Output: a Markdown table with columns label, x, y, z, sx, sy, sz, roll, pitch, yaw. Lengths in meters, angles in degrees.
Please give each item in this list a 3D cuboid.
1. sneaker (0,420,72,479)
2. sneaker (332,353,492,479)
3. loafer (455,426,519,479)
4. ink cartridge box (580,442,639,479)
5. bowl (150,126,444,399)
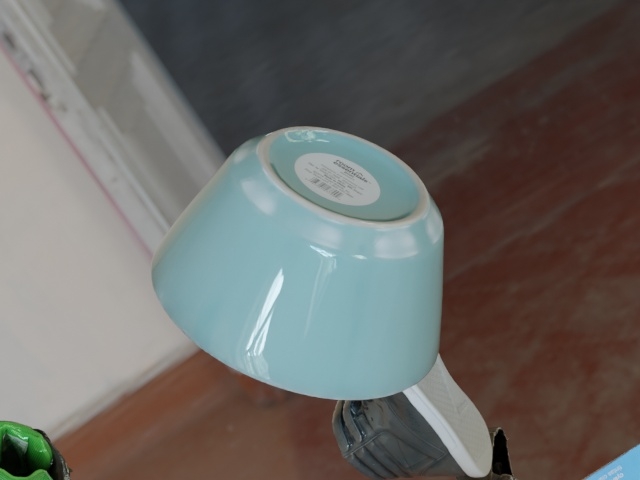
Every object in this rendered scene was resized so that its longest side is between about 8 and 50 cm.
| label | x | y | z | sx | sy | sz | roll | pitch | yaw |
| --- | --- | --- | --- | --- | --- | --- | --- | --- | --- |
| sneaker | -0.286 | 0.232 | 1.539 | 0.134 | 0.146 | 0.343 | 3 | 9 | -18 |
| sneaker | 0.059 | 0.159 | 1.710 | 0.146 | 0.296 | 0.105 | -16 | 36 | 25 |
| loafer | 0.217 | 0.314 | 1.923 | 0.078 | 0.080 | 0.220 | -33 | 56 | 21 |
| ink cartridge box | 0.203 | 0.187 | 0.911 | 0.090 | 0.143 | 0.092 | -34 | -13 | 9 |
| bowl | 0.000 | 0.000 | 1.612 | 0.311 | 0.311 | 0.163 | -71 | 2 | -59 |
